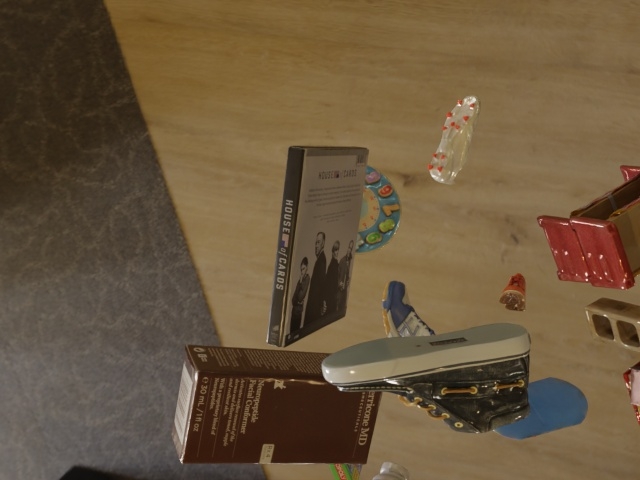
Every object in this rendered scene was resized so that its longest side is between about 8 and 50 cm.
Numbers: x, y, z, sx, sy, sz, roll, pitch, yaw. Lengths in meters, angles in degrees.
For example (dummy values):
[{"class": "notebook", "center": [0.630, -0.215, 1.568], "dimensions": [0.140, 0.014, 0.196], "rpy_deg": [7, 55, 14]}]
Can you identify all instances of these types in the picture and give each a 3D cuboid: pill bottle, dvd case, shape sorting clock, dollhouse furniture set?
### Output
[{"class": "pill bottle", "center": [0.142, 0.566, 1.502], "dimensions": [0.086, 0.152, 0.086], "rpy_deg": [17, 142, 14]}, {"class": "dvd case", "center": [0.000, 0.000, 0.877], "dimensions": [0.029, 0.179, 0.239], "rpy_deg": [12, 102, 26]}, {"class": "shape sorting clock", "center": [0.069, -0.070, 1.421], "dimensions": [0.206, 0.040, 0.206], "rpy_deg": [3, 73, -9]}, {"class": "dollhouse furniture set", "center": [0.516, 0.089, 1.093], "dimensions": [0.201, 0.152, 0.374], "rpy_deg": [-27, 104, -18]}]

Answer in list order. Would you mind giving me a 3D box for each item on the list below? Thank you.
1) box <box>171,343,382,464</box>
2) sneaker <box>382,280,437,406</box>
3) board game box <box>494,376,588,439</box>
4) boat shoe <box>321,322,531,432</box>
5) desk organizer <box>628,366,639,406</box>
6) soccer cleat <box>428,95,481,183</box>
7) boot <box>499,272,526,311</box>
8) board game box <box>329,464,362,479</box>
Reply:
[{"class": "box", "center": [-0.084, 0.325, 1.357], "dimensions": [0.381, 0.143, 0.191], "rpy_deg": [6, 102, -22]}, {"class": "sneaker", "center": [0.227, 0.227, 1.598], "dimensions": [0.130, 0.112, 0.297], "rpy_deg": [-18, 69, 20]}, {"class": "board game box", "center": [0.355, 0.288, 1.141], "dimensions": [0.168, 0.133, 0.033], "rpy_deg": [-16, 111, 1]}, {"class": "boat shoe", "center": [0.096, 0.128, 0.598], "dimensions": [0.183, 0.065, 0.083], "rpy_deg": [-7, 99, -4]}, {"class": "desk organizer", "center": [0.464, 0.199, 0.892], "dimensions": [0.047, 0.130, 0.050], "rpy_deg": [0, 91, -19]}, {"class": "soccer cleat", "center": [0.296, -0.215, 1.492], "dimensions": [0.068, 0.076, 0.196], "rpy_deg": [28, 95, 47]}, {"class": "boot", "center": [0.456, 0.114, 1.627], "dimensions": [0.059, 0.158, 0.085], "rpy_deg": [6, 78, 19]}, {"class": "board game box", "center": [0.063, 0.551, 1.982], "dimensions": [0.046, 0.317, 0.214], "rpy_deg": [-23, 94, 13]}]
